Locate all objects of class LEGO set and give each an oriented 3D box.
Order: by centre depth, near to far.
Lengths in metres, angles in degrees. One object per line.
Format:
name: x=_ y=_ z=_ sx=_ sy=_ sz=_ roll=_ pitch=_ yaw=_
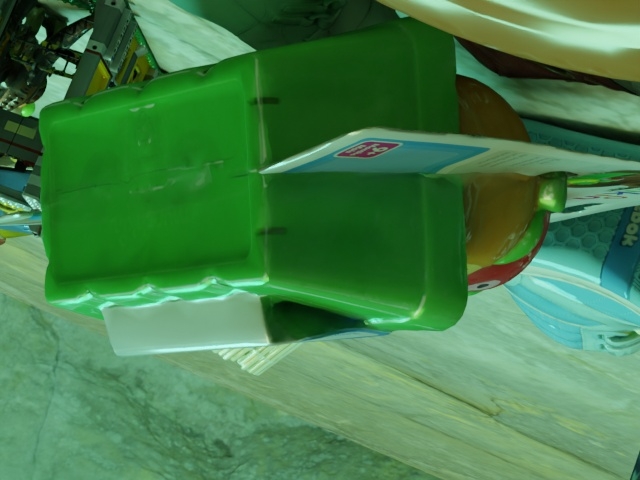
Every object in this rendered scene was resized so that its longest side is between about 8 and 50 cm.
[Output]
LEGO set: x=-0.275 y=-0.098 z=1.384 sx=0.331 sy=0.192 sz=0.255 roll=21 pitch=167 yaw=2

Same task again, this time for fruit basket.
fruit basket: x=0.040 y=-0.011 z=0.991 sx=0.353 sy=0.165 sz=0.327 roll=10 pitch=169 yaw=-42

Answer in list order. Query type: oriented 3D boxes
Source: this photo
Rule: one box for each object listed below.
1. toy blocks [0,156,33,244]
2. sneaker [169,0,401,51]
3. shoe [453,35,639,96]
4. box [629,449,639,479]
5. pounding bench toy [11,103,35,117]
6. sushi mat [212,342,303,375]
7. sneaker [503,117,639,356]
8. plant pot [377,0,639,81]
toy blocks: x=-0.370 y=-0.068 z=1.778 sx=0.261 sy=0.190 sz=0.381 roll=8 pitch=166 yaw=6
sneaker: x=0.018 y=-0.143 z=0.963 sx=0.151 sy=0.094 sz=0.256 roll=29 pitch=170 yaw=-28
shoe: x=0.144 y=-0.111 z=0.971 sx=0.178 sy=0.063 sz=0.081 roll=24 pitch=170 yaw=8
box: x=0.298 y=0.048 z=0.620 sx=0.212 sy=0.395 sz=0.293 roll=28 pitch=165 yaw=-29
pounding bench toy: x=-0.276 y=-0.121 z=1.538 sx=0.065 sy=0.083 sz=0.052 roll=20 pitch=167 yaw=9
sushi mat: x=0.000 y=0.000 z=1.355 sx=0.151 sy=0.019 sz=0.316 roll=28 pitch=131 yaw=-34
sneaker: x=0.243 y=0.025 z=1.232 sx=0.319 sy=0.127 sz=0.208 roll=24 pitch=169 yaw=33
plant pot: x=0.080 y=-0.175 z=0.487 sx=0.291 sy=0.203 sz=0.291 roll=21 pitch=167 yaw=5
